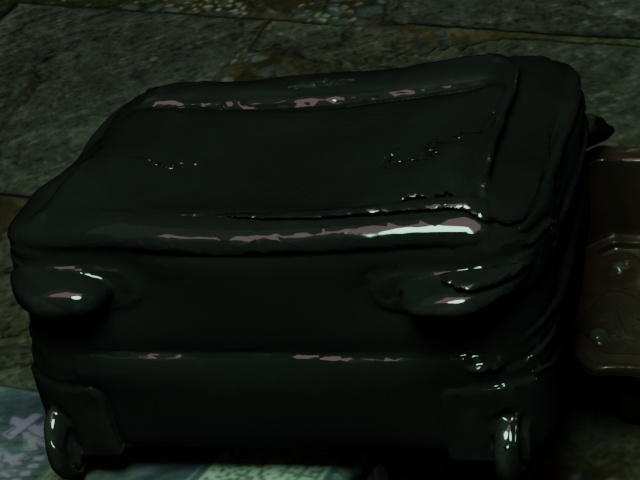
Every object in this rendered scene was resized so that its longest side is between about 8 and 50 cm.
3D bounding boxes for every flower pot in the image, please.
[{"bbox_3d":[0.223,0.037,1.183,0.179,0.084,0.251,-24,36,-12],"label":"flower pot"}]

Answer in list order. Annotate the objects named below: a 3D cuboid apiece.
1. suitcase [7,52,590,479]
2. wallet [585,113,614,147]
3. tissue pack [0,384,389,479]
[{"bbox_3d":[0.000,0.000,1.086,0.345,0.188,0.339,-3,26,16],"label":"suitcase"},{"bbox_3d":[0.107,-0.058,1.307,0.245,0.052,0.168,-12,-4,16],"label":"wallet"},{"bbox_3d":[-0.156,0.213,1.055,0.361,0.122,0.259,4,38,27],"label":"tissue pack"}]
